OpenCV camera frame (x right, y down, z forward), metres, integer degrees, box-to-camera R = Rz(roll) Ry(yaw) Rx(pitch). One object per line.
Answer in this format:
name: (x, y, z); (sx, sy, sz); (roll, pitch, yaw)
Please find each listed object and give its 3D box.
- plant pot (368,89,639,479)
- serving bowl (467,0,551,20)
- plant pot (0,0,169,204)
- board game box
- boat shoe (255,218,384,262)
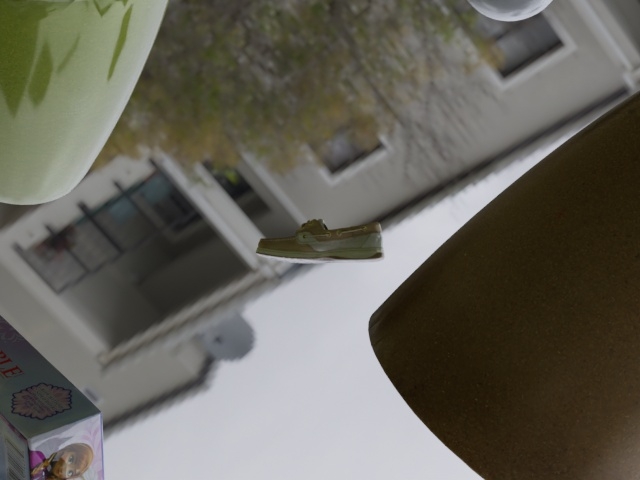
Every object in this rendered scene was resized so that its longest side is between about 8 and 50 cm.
plant pot: (0.199, 0.025, 0.875); (0.254, 0.237, 0.237); (-53, -164, 18)
serving bowl: (0.145, -0.205, 1.041); (0.083, 0.083, 0.027); (-36, -164, 12)
plant pot: (-0.283, -0.188, 1.337); (0.275, 0.275, 0.293); (-65, 172, -48)
board game box: (-0.283, 0.208, 1.166); (0.066, 0.318, 0.318); (-18, -145, -34)
boat shoe: (0.000, 0.000, 1.435); (0.135, 0.045, 0.050); (0, 174, 8)
